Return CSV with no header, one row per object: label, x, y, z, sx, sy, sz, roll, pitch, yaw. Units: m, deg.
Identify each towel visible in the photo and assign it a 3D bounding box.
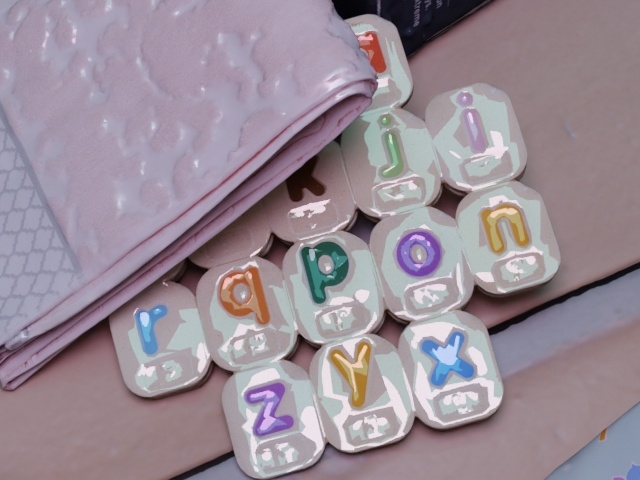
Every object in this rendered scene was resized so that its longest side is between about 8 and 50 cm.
towel,-0.159,-0.122,0.963,0.317,0.053,0.332,-38,62,14

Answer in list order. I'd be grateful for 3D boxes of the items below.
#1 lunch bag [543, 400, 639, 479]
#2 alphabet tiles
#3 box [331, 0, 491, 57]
lunch bag,0.181,0.238,0.730,0.223,0.160,0.262,-38,58,1
alphabet tiles,0.000,0.000,0.950,0.284,0.021,0.278,-16,73,1
box,0.070,-0.459,1.107,0.472,0.297,0.480,-35,64,-20
